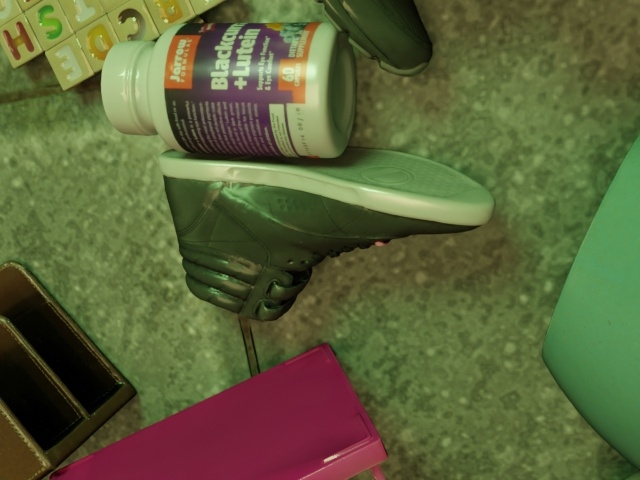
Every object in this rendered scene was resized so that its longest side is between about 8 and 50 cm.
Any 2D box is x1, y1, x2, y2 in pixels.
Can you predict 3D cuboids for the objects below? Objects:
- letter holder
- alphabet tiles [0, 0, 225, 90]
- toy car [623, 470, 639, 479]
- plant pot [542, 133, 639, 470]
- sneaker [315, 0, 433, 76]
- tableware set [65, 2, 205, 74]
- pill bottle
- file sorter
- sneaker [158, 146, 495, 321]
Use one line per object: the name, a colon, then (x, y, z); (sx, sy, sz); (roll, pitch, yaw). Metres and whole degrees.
letter holder: (-0.394, 0.189, 0.790); (0.302, 0.152, 0.214); (-38, 93, 24)
alphabet tiles: (-0.212, -0.253, 0.638); (0.237, 0.009, 0.198); (-21, 100, 23)
toy car: (0.289, 0.278, 0.625); (0.219, 0.210, 0.237); (8, 82, 1)
plant pot: (0.290, 0.046, 0.472); (0.235, 0.293, 0.292); (26, 115, 24)
sneaker: (0.019, -0.249, 0.542); (0.106, 0.101, 0.267); (-30, 98, 21)
tableware set: (-0.187, -0.233, 0.652); (0.141, 0.020, 0.168); (-16, 103, 21)
pill bottle: (-0.075, -0.125, 0.606); (0.194, 0.108, 0.108); (4, 109, 15)
file sorter: (-0.072, 0.259, 0.634); (0.291, 0.202, 0.182); (-25, 106, -5)
sneaker: (0.000, 0.000, 0.636); (0.296, 0.104, 0.146); (7, 112, 21)
